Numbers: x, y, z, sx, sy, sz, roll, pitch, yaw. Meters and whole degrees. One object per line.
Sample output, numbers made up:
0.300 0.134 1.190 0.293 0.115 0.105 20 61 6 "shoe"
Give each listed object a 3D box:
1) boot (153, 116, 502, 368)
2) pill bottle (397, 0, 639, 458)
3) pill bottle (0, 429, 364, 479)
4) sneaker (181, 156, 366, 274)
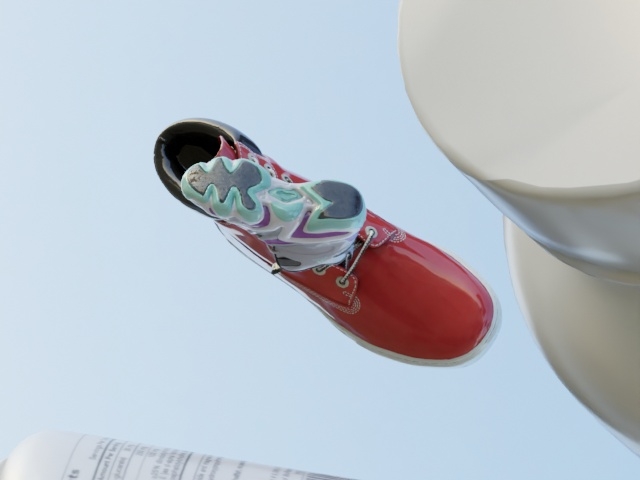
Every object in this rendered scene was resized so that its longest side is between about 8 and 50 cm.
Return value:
0.000 0.000 1.320 0.244 0.088 0.176 28 -7 28 "boot"
0.207 0.010 0.660 0.229 0.229 0.407 13 -20 45 "pill bottle"
-0.098 0.190 1.046 0.283 0.160 0.160 9 -42 4 "pill bottle"
-0.027 -0.006 1.037 0.098 0.038 0.069 14 -37 3 "sneaker"
